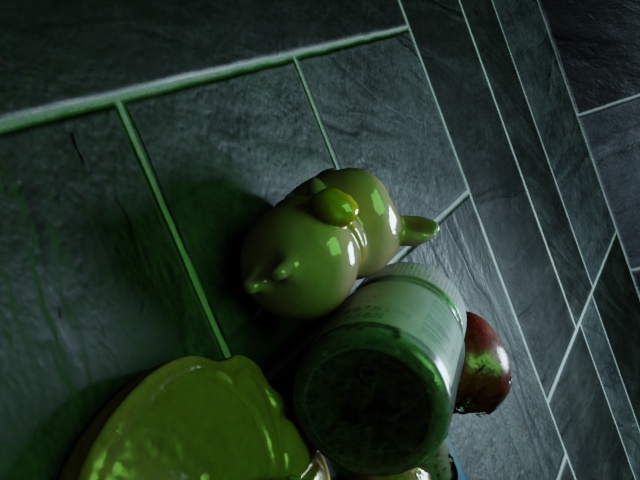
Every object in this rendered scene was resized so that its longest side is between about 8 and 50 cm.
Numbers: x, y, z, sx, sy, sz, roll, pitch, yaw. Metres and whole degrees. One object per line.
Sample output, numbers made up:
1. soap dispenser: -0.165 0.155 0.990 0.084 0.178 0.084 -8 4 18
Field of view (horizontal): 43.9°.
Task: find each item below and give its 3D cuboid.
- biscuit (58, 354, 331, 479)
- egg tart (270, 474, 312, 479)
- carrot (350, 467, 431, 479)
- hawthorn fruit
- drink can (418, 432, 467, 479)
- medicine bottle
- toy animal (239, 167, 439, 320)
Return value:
1. biscuit: -0.083 0.263 0.717 0.351 0.057 0.312 51 38 -32
2. egg tart: -0.001 0.307 0.691 0.213 0.090 0.212 36 44 -44
3. carrot: 0.075 0.389 0.837 0.138 0.139 0.301 46 40 -37
4. hawthorn fruit: 0.195 0.164 1.132 0.148 0.148 0.172 41 35 -42
5. drink can: 0.142 0.317 1.012 0.097 0.097 0.235 -37 108 -58
6. medicine bottle: 0.079 0.130 0.898 0.273 0.165 0.165 -43 113 -70
7. toy animal: 0.003 0.001 0.887 0.248 0.165 0.149 -23 101 -53
